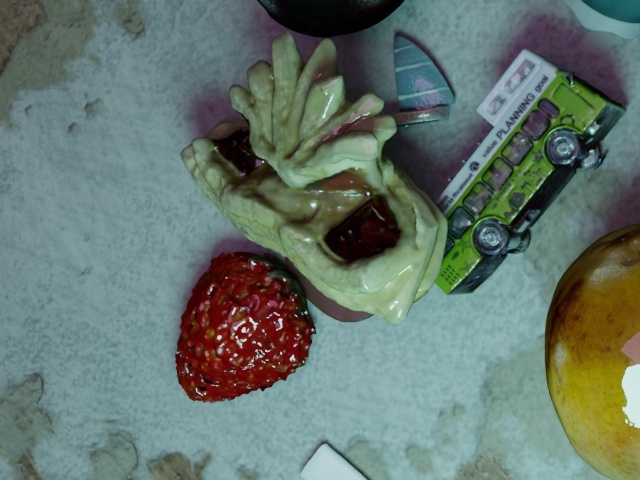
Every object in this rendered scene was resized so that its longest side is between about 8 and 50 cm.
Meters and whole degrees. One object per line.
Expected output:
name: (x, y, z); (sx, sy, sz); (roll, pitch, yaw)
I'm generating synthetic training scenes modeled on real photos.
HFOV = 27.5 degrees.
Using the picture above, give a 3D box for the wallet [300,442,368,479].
wallet: (0.033, 0.326, 1.716); (0.122, 0.025, 0.061); (40, 107, 19)

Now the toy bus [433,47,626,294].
toy bus: (0.225, -0.079, 1.588); (0.139, 0.113, 0.302); (44, 107, 22)

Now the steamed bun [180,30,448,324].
steamed bun: (-0.010, -0.097, 1.597); (0.247, 0.189, 0.428); (-51, 51, -2)

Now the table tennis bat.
table tennis bat: (0.000, 0.000, 1.735); (0.246, 0.022, 0.138); (47, 108, 15)

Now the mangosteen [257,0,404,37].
mangosteen: (0.001, -0.395, 1.619); (0.233, 0.287, 0.288); (-29, 79, 7)

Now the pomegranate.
pomegranate: (0.393, 0.132, 1.423); (0.319, 0.319, 0.319); (0, 90, 24)

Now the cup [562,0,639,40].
cup: (0.357, -0.328, 1.487); (0.299, 0.167, 0.173); (15, 131, -7)

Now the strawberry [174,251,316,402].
strawberry: (-0.126, 0.130, 1.734); (0.190, 0.111, 0.236); (46, 112, 14)

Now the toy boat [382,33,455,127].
toy boat: (0.121, -0.209, 1.672); (0.096, 0.034, 0.122); (-6, 86, 18)
